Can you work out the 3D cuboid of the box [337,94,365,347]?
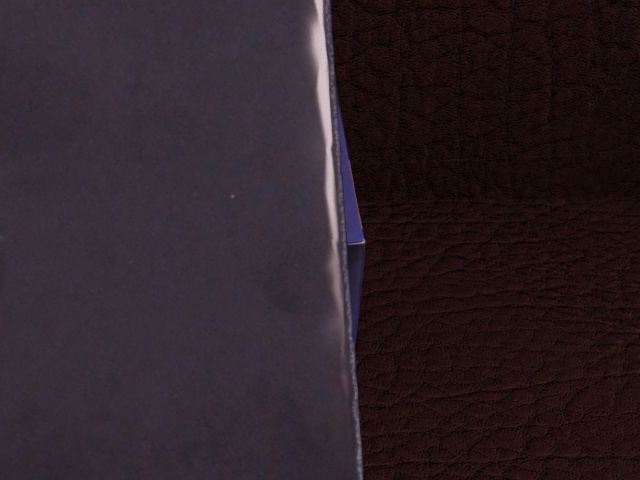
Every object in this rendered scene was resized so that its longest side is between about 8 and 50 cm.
[{"bbox_3d":[0.000,0.000,1.026,0.225,0.036,0.136,92,-9,-50],"label":"box"}]

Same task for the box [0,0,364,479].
[{"bbox_3d":[-0.157,-0.062,0.961,0.472,0.297,0.480,157,-71,-81],"label":"box"}]
